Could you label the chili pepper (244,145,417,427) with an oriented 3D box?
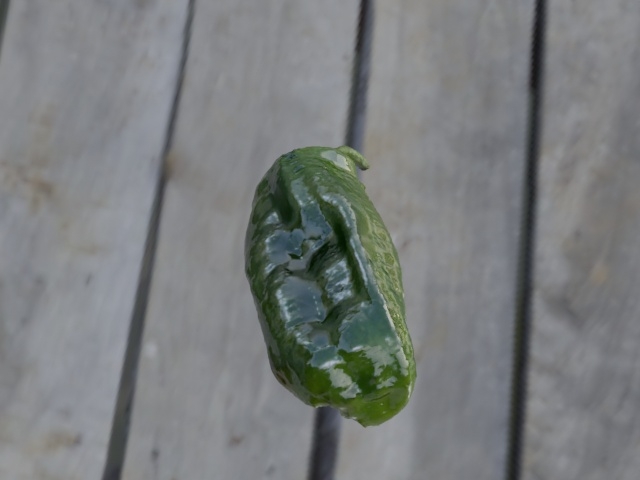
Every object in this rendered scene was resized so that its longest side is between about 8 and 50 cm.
[{"bbox_3d":[-0.002,0.002,0.922,0.072,0.073,0.204,-14,38,1],"label":"chili pepper"}]
